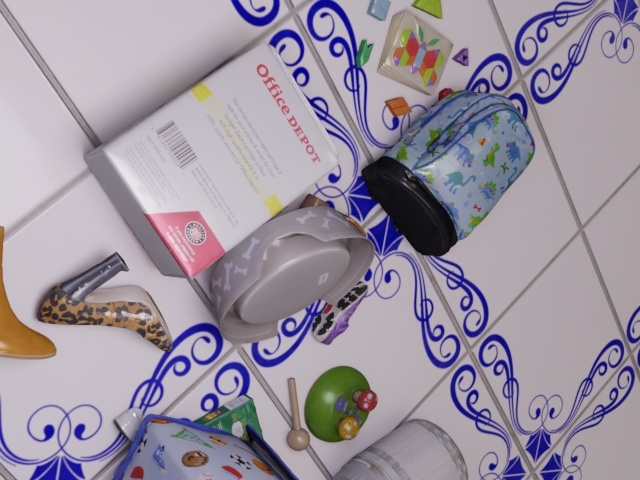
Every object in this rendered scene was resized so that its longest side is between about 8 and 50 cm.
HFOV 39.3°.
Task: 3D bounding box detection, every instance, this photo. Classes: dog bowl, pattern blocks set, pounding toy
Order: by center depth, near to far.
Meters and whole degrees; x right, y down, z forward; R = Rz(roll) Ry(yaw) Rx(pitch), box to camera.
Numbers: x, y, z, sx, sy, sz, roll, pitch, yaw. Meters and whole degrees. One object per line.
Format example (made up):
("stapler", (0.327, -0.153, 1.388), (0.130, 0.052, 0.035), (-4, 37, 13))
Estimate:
("dog bowl", (-0.064, 0.065, 1.783), (0.348, 0.102, 0.349), (-27, 157, -13))
("pounding toy", (0.045, 0.390, 2.034), (0.236, 0.110, 0.183), (-4, 102, -36))
("pattern blocks set", (0.219, -0.419, 2.041), (0.324, 0.026, 0.286), (6, 96, -36))

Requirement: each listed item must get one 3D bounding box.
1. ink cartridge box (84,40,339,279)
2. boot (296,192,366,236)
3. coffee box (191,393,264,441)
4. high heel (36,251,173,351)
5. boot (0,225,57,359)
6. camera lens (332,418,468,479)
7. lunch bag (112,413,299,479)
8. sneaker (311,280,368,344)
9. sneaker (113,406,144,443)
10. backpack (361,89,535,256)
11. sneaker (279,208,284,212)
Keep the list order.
("ink cartridge box", (-0.196, -0.150, 1.685), (0.384, 0.160, 0.279), (-38, 106, -23))
("boot", (0.000, 0.000, 1.953), (0.197, 0.073, 0.152), (29, 89, -37))
("coffee box", (-0.214, 0.413, 1.894), (0.184, 0.040, 0.113), (-26, 116, -29))
("high heel", (-0.402, 0.158, 1.697), (0.186, 0.093, 0.261), (-32, 127, -7))
("boot", (-0.565, 0.079, 1.532), (0.295, 0.104, 0.211), (19, 89, -33))
("camera lens", (0.192, 0.566, 2.108), (0.274, 0.219, 0.220), (-26, 114, -29))
("lunch bag", (-0.156, 0.514, 1.731), (0.385, 0.328, 0.239), (26, 95, -41))
("sneaker", (0.047, 0.163, 2.029), (0.170, 0.068, 0.071), (-49, 139, -7))
("sneaker", (-0.348, 0.396, 1.787), (0.061, 0.053, 0.152), (-40, 120, -26))
("backpack", (0.314, -0.179, 2.042), (0.356, 0.273, 0.290), (-52, 121, -27))
("sneaker", (-0.119, -0.088, 1.841), (0.188, 0.067, 0.078), (-40, 126, -19))
